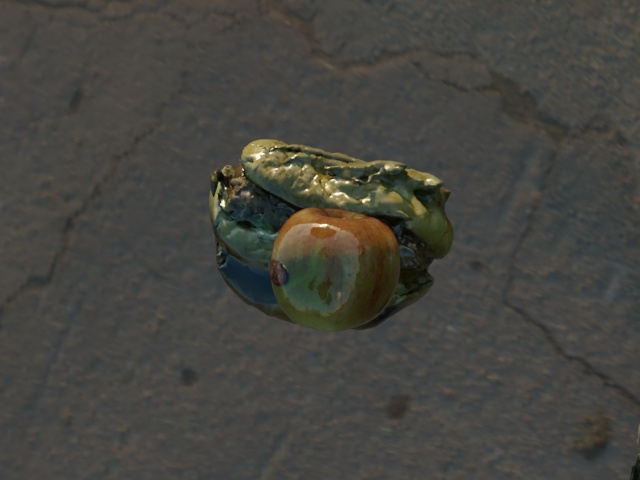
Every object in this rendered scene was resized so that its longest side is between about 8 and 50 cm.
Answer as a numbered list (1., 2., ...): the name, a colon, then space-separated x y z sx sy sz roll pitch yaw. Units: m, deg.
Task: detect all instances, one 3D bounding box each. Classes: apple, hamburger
1. apple: 0.008 0.018 0.900 0.084 0.084 0.071 17 105 35
2. hamburger: 0.000 0.000 1.083 0.183 0.206 0.130 18 87 1

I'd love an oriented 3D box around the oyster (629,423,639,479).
1. oyster: 0.345 0.262 1.320 0.166 0.341 0.110 35 71 23
